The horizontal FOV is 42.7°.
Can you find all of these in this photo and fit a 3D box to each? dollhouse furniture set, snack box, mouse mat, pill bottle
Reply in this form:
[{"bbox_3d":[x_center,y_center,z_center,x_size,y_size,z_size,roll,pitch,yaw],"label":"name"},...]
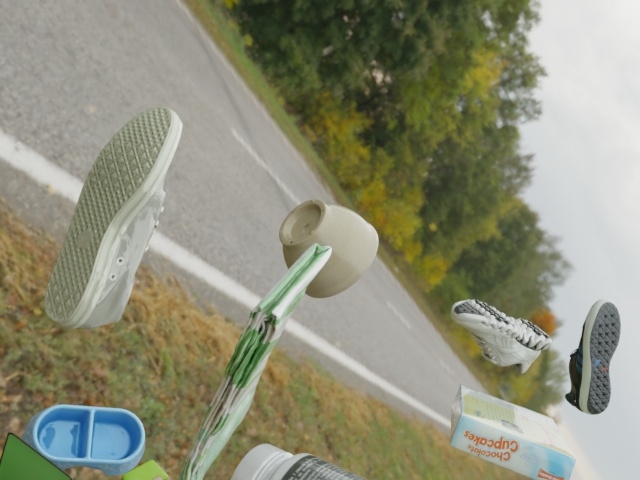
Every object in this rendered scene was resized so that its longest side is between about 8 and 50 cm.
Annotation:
[{"bbox_3d":[-0.428,0.643,1.787,0.151,0.197,0.301,49,-42,21],"label":"dollhouse furniture set"},{"bbox_3d":[0.321,0.329,1.414,0.187,0.060,0.322,20,2,10],"label":"snack box"},{"bbox_3d":[-0.527,0.443,1.497,0.152,0.189,0.007,34,36,8],"label":"mouse mat"},{"bbox_3d":[0.004,0.430,1.275,0.283,0.161,0.161,17,-21,31],"label":"pill bottle"}]

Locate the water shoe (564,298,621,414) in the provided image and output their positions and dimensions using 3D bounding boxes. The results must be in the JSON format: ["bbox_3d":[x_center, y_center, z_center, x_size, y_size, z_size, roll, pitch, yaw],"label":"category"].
[{"bbox_3d":[0.464,0.199,1.428,0.080,0.073,0.203,-170,-92,-66],"label":"water shoe"}]

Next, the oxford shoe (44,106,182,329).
[{"bbox_3d":[-0.369,-0.039,1.534,0.169,0.449,0.130,15,-10,38],"label":"oxford shoe"}]

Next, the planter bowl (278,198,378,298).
[{"bbox_3d":[0.000,0.000,1.361,0.109,0.162,0.162,46,14,-35],"label":"planter bowl"}]

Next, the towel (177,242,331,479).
[{"bbox_3d":[-0.089,0.171,1.122,0.038,0.325,0.248,28,27,6],"label":"towel"}]

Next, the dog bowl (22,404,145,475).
[{"bbox_3d":[-0.572,0.485,2.016,0.074,0.297,0.166,132,-38,-53],"label":"dog bowl"}]

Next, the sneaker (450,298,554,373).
[{"bbox_3d":[0.390,0.217,1.806,0.292,0.118,0.110,24,14,-33],"label":"sneaker"}]
